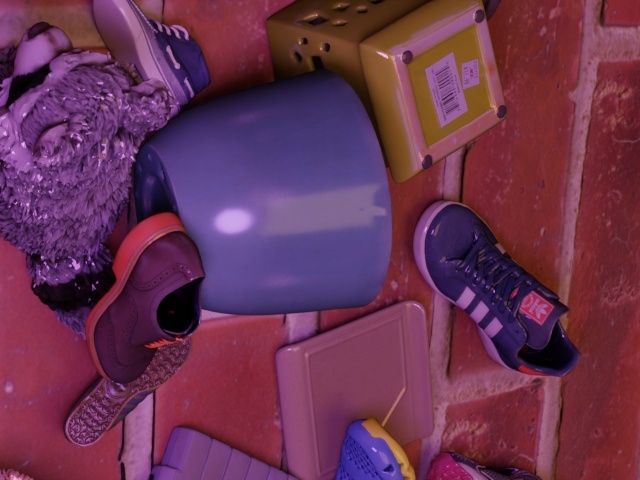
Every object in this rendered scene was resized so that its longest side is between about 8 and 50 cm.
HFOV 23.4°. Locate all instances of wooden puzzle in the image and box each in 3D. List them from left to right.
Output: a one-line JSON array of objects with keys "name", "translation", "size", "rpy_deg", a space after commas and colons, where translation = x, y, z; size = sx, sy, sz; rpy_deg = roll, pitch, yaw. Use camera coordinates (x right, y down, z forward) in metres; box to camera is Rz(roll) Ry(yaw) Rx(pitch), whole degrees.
[{"name": "wooden puzzle", "translation": [0.048, 0.212, 2.154], "size": [0.239, 0.044, 0.220], "rpy_deg": [-18, 114, -29]}]

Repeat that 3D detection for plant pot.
[{"name": "plant pot", "translation": [-0.085, -0.044, 1.828], "size": [0.235, 0.293, 0.293], "rpy_deg": [-10, 109, -22]}, {"name": "plant pot", "translation": [0.098, -0.210, 1.962], "size": [0.227, 0.207, 0.228], "rpy_deg": [-32, 121, -28]}]

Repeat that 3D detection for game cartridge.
[{"name": "game cartridge", "translation": [-0.161, 0.442, 1.997], "size": [0.230, 0.068, 0.355], "rpy_deg": [31, 68, -35]}]

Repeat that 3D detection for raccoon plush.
[{"name": "raccoon plush", "translation": [-0.228, -0.046, 1.689], "size": [0.216, 0.299, 0.446], "rpy_deg": [-48, 127, -18]}]

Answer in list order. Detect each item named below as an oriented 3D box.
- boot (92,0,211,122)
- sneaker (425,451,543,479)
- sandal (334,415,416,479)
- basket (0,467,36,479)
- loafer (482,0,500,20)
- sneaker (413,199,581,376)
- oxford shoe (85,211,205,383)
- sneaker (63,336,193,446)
[{"name": "boot", "translation": [-0.197, -0.236, 1.819], "size": [0.086, 0.069, 0.190], "rpy_deg": [-47, 135, -27]}, {"name": "sneaker", "translation": [0.267, 0.386, 2.342], "size": [0.299, 0.121, 0.112], "rpy_deg": [35, 51, -38]}, {"name": "sandal", "translation": [0.052, 0.380, 2.125], "size": [0.138, 0.126, 0.317], "rpy_deg": [-17, 128, -23]}, {"name": "basket", "translation": [-0.336, 0.448, 1.748], "size": [0.299, 0.213, 0.223], "rpy_deg": [-52, 157, -11]}, {"name": "loafer", "translation": [0.153, -0.457, 2.005], "size": [0.130, 0.134, 0.365], "rpy_deg": [-12, 101, -11]}, {"name": "sneaker", "translation": [0.267, 0.074, 2.215], "size": [0.131, 0.148, 0.350], "rpy_deg": [-53, 128, -14]}, {"name": "oxford shoe", "translation": [-0.194, 0.091, 1.730], "size": [0.097, 0.098, 0.271], "rpy_deg": [-23, 151, -33]}, {"name": "sneaker", "translation": [-0.242, 0.176, 1.886], "size": [0.192, 0.086, 0.064], "rpy_deg": [-43, 96, -18]}]
